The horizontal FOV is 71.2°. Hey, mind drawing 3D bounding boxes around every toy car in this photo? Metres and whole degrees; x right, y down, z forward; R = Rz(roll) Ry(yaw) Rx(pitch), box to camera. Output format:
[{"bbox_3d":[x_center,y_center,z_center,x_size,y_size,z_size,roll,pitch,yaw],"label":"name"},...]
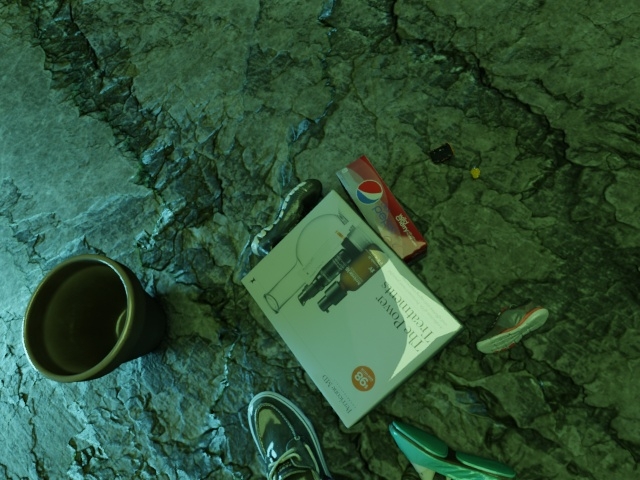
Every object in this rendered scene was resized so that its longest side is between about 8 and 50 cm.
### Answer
[{"bbox_3d":[0.318,-0.183,1.059,0.122,0.060,0.040,47,43,5],"label":"toy car"}]

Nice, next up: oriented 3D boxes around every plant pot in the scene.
[{"bbox_3d":[-0.473,0.186,1.011,0.262,0.229,0.263,-4,71,12],"label":"plant pot"}]

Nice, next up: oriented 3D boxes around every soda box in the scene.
[{"bbox_3d":[0.139,-0.062,1.021,0.083,0.092,0.263,-32,69,2],"label":"soda box"}]

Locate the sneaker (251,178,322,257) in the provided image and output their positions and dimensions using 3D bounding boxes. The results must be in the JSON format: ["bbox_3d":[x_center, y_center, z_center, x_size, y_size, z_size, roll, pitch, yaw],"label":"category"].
[{"bbox_3d":[-0.059,-0.039,1.055,0.234,0.078,0.106,-51,46,-2],"label":"sneaker"}]

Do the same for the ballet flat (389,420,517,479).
[{"bbox_3d":[0.239,0.433,0.852,0.247,0.083,0.087,17,91,19],"label":"ballet flat"}]

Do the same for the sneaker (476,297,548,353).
[{"bbox_3d":[0.384,0.174,0.920,0.157,0.061,0.065,-30,42,1],"label":"sneaker"}]

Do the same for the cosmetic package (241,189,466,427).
[{"bbox_3d":[0.053,0.127,0.908,0.284,0.097,0.377,-45,66,9],"label":"cosmetic package"}]

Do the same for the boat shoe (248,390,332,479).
[{"bbox_3d":[-0.047,0.451,0.888,0.121,0.119,0.335,-37,69,0],"label":"boat shoe"}]

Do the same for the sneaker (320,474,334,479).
[{"bbox_3d":[-0.035,0.519,0.772,0.090,0.081,0.232,41,79,17],"label":"sneaker"}]
